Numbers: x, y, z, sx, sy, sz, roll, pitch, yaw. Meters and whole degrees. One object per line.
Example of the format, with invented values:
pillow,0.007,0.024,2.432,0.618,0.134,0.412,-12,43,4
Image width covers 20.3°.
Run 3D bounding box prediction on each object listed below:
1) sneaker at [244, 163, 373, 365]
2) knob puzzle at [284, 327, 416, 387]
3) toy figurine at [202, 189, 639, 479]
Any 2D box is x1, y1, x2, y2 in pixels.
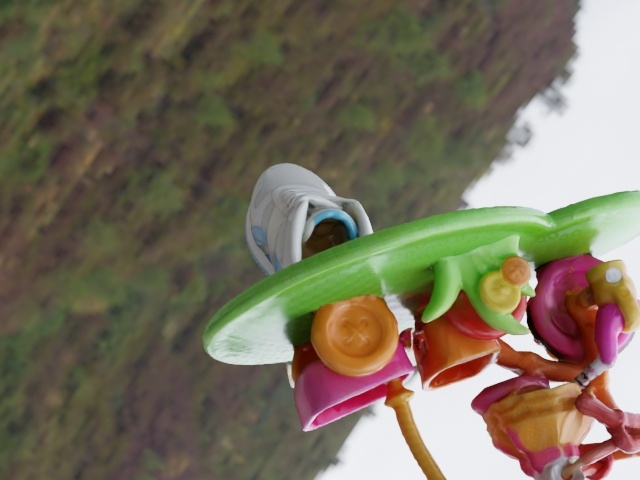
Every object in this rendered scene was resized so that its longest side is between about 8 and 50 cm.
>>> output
sneaker,0.000,0.000,1.323,0.228,0.087,0.092,-110,-151,-55
knob puzzle,0.046,0.081,1.677,0.213,0.213,0.030,-45,-127,37
toy figurine,0.065,0.081,0.609,0.173,0.159,0.130,-15,164,-15
